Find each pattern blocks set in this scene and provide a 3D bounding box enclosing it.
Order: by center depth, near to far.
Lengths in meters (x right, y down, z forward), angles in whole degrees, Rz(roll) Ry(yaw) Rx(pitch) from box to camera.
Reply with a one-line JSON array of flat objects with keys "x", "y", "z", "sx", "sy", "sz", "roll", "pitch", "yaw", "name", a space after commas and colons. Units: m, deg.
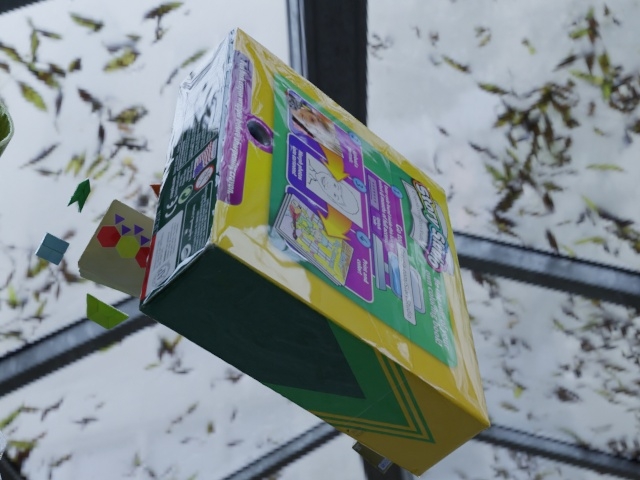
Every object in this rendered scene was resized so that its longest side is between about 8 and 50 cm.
[{"x": -0.330, "y": 0.027, "z": 1.883, "sx": 0.325, "sy": 0.026, "sz": 0.285, "roll": 39, "pitch": -98, "yaw": -19, "name": "pattern blocks set"}]

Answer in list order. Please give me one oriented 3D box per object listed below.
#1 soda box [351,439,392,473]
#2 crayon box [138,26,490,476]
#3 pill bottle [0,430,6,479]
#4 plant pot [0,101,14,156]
[{"x": 0.120, "y": 0.219, "z": 1.387, "sx": 0.058, "sy": 0.061, "sz": 0.181, "roll": 39, "pitch": -79, "yaw": 3, "name": "soda box"}, {"x": 0.000, "y": 0.000, "z": 1.001, "sx": 0.313, "sy": 0.363, "sz": 0.106, "roll": 36, "pitch": -61, "yaw": -25, "name": "crayon box"}, {"x": -0.419, "y": 0.291, "z": 1.160, "sx": 0.103, "sy": 0.103, "sz": 0.184, "roll": 21, "pitch": -75, "yaw": -27, "name": "pill bottle"}, {"x": -0.564, "y": -0.062, "z": 1.292, "sx": 0.275, "sy": 0.275, "sz": 0.293, "roll": 19, "pitch": -67, "yaw": -25, "name": "plant pot"}]
